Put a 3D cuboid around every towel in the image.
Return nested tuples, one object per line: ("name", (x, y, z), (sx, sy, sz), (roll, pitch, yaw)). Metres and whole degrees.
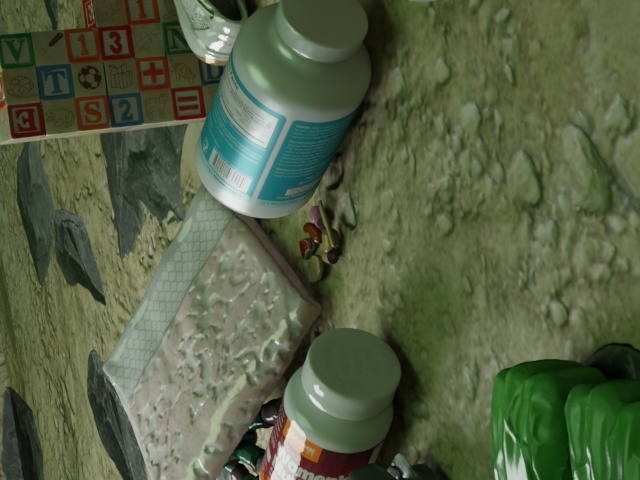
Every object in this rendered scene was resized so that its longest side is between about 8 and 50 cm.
("towel", (-0.154, 0.131, 1.614), (0.331, 0.053, 0.317), (-59, 38, 17))

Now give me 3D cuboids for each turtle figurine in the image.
("turtle figurine", (-0.098, 0.255, 1.633), (0.234, 0.118, 0.175), (-9, 90, 58))

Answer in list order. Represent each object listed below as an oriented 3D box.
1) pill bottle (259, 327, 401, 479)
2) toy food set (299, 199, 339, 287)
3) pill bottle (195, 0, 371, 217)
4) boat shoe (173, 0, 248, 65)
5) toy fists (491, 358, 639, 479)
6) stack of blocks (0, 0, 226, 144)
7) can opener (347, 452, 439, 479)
("pill bottle", (0.011, 0.205, 1.382), (0.121, 0.121, 0.221), (59, 147, 37))
("toy food set", (0.000, 0.000, 1.458), (0.122, 0.019, 0.077), (125, 131, -64))
("pill bottle", (-0.035, -0.150, 1.337), (0.146, 0.146, 0.264), (67, 150, 26))
("boat shoe", (-0.155, -0.354, 1.577), (0.277, 0.098, 0.096), (61, 148, 18))
("toy fists", (0.215, 0.167, 0.981), (0.279, 0.096, 0.142), (-174, 74, -73))
("stack of blocks", (-0.271, -0.225, 1.612), (0.087, 0.297, 0.171), (-2, 97, 64))
("can opener", (0.120, 0.318, 1.229), (0.283, 0.095, 0.076), (49, 140, 47))
